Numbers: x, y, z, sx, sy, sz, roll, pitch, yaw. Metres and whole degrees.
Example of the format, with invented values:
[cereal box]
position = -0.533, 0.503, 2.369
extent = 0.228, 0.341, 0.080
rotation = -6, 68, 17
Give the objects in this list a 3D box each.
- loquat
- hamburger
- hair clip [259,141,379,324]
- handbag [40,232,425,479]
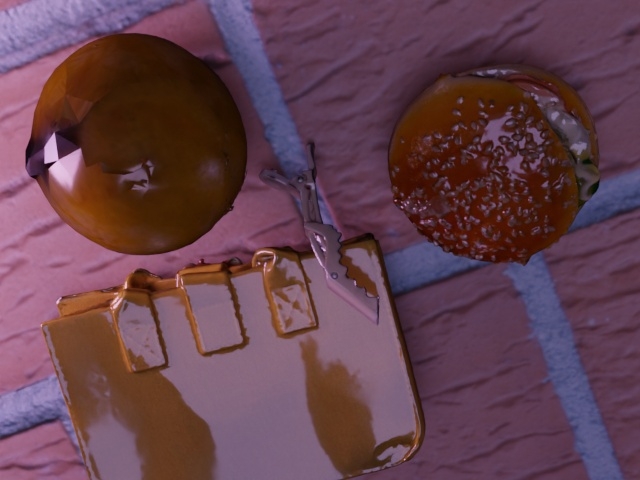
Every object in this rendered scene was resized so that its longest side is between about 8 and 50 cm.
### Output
[loquat]
position = -0.190, -0.097, 1.381
extent = 0.235, 0.235, 0.235
rotation = 1, 111, 2
[hamburger]
position = 0.183, -0.084, 1.416
extent = 0.237, 0.147, 0.237
rotation = 2, 111, 5
[hair clip]
position = 0.000, 0.000, 1.440
extent = 0.072, 0.034, 0.226
rotation = -21, 69, -4
[handbag]
position = -0.095, 0.151, 1.533
extent = 0.401, 0.133, 0.283
rotation = -13, 105, 7
